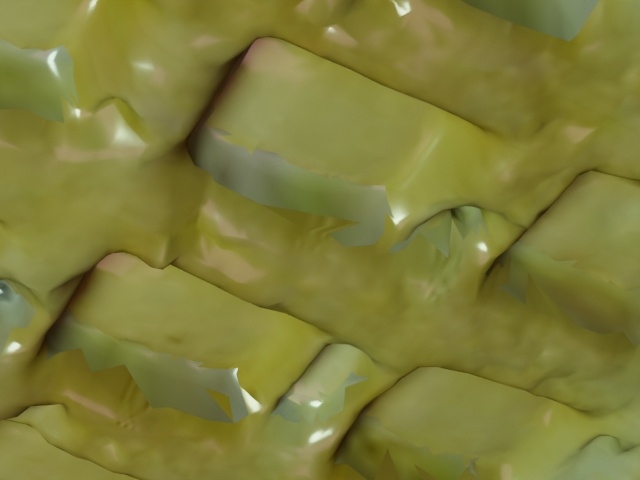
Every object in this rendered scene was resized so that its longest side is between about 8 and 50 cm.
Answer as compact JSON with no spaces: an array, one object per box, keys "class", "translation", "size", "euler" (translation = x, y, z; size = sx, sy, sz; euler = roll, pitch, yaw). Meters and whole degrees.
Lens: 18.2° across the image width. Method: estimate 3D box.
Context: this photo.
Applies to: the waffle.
[{"class":"waffle","translation":[0.000,0.000,0.529],"size":[0.304,0.077,0.348],"euler":[21,126,-26]}]
